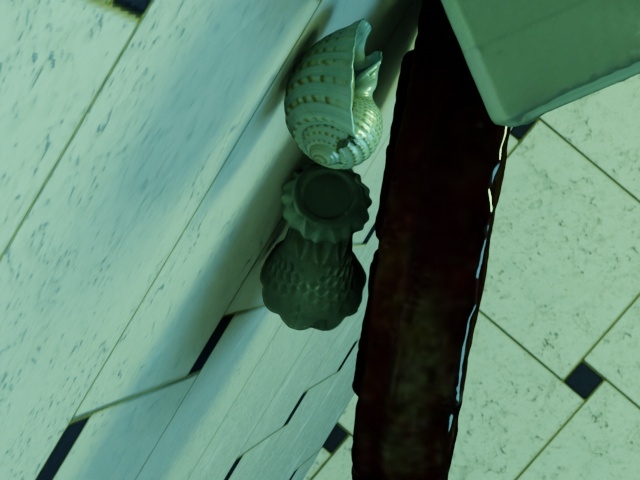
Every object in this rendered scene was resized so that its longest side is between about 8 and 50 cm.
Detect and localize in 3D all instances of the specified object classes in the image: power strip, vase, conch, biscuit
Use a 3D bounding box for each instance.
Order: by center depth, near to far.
[{"bbox_3d":[0.113,-0.184,0.975,0.140,0.224,0.139,-24,-178,14],"label":"power strip"},{"bbox_3d":[0.007,-0.084,1.116,0.076,0.057,0.085,78,11,-57],"label":"conch"},{"bbox_3d":[0.000,0.000,1.384,0.081,0.081,0.148,-56,170,-24],"label":"vase"},{"bbox_3d":[0.082,-0.005,1.414,0.407,0.091,0.407,11,90,-86],"label":"biscuit"}]
